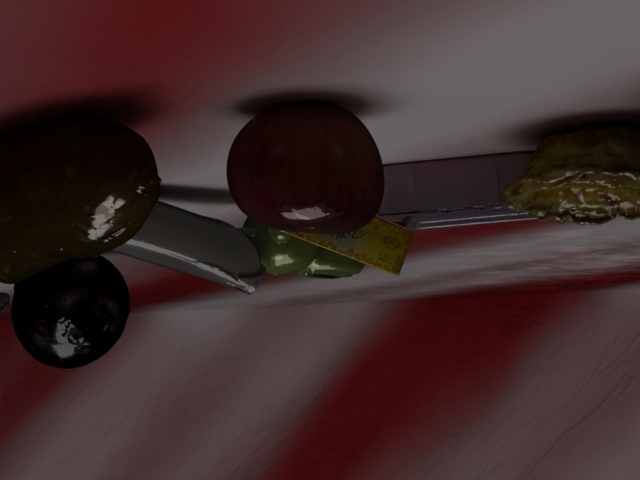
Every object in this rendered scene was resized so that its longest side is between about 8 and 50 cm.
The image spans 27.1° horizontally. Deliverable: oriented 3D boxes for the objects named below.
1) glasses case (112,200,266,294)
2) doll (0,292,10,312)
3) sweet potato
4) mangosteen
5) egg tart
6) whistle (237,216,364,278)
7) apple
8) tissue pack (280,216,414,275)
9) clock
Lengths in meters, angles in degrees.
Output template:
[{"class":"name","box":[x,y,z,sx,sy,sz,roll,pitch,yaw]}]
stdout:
[{"class":"glasses case","box":[-0.221,-0.013,1.726,0.308,0.083,0.128,19,180,-30]},{"class":"doll","box":[-0.649,0.070,2.067,0.340,0.158,0.246,-1,161,20]},{"class":"sweet potato","box":[-0.261,-0.047,1.323,0.157,0.158,0.369,6,163,-44]},{"class":"mangosteen","box":[-0.450,0.106,2.328,0.211,0.211,0.250,4,-160,-39]},{"class":"egg tart","box":[0.295,-0.072,1.423,0.212,0.090,0.212,-4,172,-1]},{"class":"whistle","box":[0.000,0.000,1.859,0.288,0.106,0.131,5,168,-38]},{"class":"apple","box":[-0.014,-0.069,1.271,0.153,0.120,0.153,3,176,0]},{"class":"tissue pack","box":[0.017,-0.018,1.651,0.176,0.062,0.095,22,180,-25]},{"class":"clock","box":[0.181,-0.058,1.613,0.197,0.063,0.150,-5,172,21]}]
